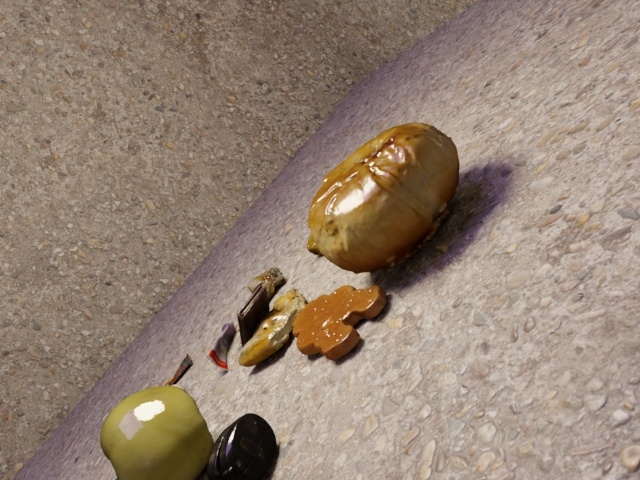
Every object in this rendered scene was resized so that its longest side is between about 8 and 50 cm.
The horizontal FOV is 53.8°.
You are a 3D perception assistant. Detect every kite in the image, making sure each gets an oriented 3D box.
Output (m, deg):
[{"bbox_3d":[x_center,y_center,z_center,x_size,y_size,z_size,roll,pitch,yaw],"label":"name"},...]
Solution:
[{"bbox_3d":[-0.512,0.476,2.294,0.183,0.014,0.241,-42,15,27],"label":"kite"}]

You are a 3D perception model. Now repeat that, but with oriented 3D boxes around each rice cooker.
[{"bbox_3d":[-0.156,0.425,1.251,0.106,0.112,0.165,-41,12,40],"label":"rice cooker"}]

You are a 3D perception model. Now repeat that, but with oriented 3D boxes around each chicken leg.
[{"bbox_3d":[-0.191,0.169,2.104,0.125,0.080,0.196,-8,39,47],"label":"chicken leg"}]

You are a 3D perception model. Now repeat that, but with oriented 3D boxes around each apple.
[{"bbox_3d":[-0.380,0.479,1.487,0.262,0.262,0.262,-42,15,14],"label":"apple"}]

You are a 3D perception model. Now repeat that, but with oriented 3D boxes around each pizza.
[{"bbox_3d":[-0.115,0.222,1.757,0.189,0.071,0.297,-35,12,48],"label":"pizza"}]

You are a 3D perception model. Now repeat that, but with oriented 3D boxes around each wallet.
[{"bbox_3d":[-0.191,0.225,1.807,0.124,0.042,0.230,-55,-19,-29],"label":"wallet"}]

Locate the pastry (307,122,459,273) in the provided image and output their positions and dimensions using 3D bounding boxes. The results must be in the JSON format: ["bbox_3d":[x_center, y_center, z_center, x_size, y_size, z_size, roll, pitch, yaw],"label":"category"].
[{"bbox_3d":[0.158,-0.093,1.493,0.409,0.245,0.410,-40,18,16],"label":"pastry"}]

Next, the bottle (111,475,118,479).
[{"bbox_3d":[-0.489,0.625,1.694,0.286,0.082,0.082,-47,15,-3],"label":"bottle"}]

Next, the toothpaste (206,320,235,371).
[{"bbox_3d":[-0.310,0.330,2.019,0.048,0.075,0.301,-21,15,6],"label":"toothpaste"}]

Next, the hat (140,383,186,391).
[{"bbox_3d":[-0.512,0.514,2.068,0.162,0.112,0.094,-33,45,11],"label":"hat"}]

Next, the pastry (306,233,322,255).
[{"bbox_3d":[0.000,0.000,2.027,0.097,0.057,0.109,-50,23,24],"label":"pastry"}]

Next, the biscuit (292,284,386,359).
[{"bbox_3d":[0.032,0.190,1.487,0.202,0.047,0.334,-51,18,-21],"label":"biscuit"}]
